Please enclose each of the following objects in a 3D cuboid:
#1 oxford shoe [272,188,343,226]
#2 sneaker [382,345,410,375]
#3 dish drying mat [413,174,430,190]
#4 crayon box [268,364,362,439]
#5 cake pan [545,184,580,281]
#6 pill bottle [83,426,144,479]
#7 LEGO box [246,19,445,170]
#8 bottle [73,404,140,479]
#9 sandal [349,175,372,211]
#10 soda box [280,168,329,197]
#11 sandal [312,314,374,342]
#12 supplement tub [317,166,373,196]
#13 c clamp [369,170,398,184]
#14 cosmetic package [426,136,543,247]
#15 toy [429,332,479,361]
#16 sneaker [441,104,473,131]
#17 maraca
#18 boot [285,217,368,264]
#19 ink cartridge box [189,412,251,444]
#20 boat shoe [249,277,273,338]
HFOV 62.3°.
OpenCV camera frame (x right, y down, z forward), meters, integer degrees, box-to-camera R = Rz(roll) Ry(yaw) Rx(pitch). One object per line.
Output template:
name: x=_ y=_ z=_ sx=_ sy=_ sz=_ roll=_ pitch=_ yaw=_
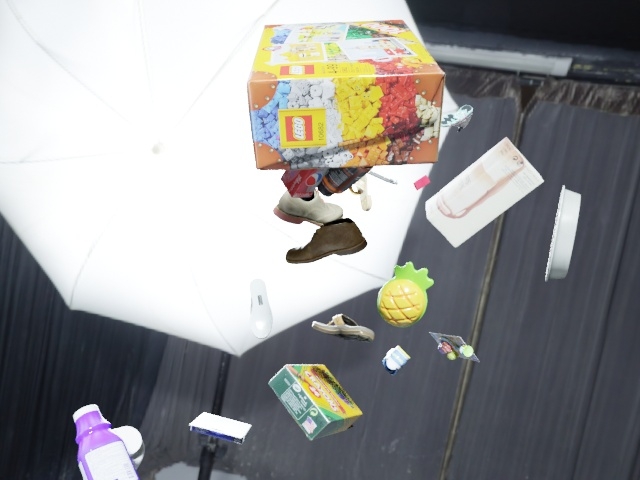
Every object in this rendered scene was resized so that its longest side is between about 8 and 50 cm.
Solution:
oxford shoe: x=-0.017 y=-0.132 z=2.012 sx=0.348 sy=0.130 sz=0.123 roll=-2 pitch=38 yaw=-49
sneaker: x=0.181 y=0.305 z=1.324 sx=0.053 sy=0.059 sz=0.144 roll=41 pitch=-16 yaw=17
dish drying mat: x=0.351 y=-0.201 z=1.839 sx=0.083 sy=0.032 sz=0.008 roll=-33 pitch=4 yaw=-40
crayon box: x=0.002 y=0.468 z=1.571 sx=0.202 sy=0.081 sz=0.318 roll=47 pitch=8 yaw=25
cake pan: x=0.720 y=-0.016 z=1.570 sx=0.054 sy=0.293 sz=0.293 roll=10 pitch=2 yaw=23
pill bottle: x=-0.644 y=0.691 z=1.666 sx=0.146 sy=0.264 sz=0.146 roll=22 pitch=37 yaw=-18
LEGO box: x=0.043 y=-0.356 z=1.220 sx=0.373 sy=0.193 sz=0.500 roll=-3 pitch=33 yaw=-1
bottle: x=-0.576 y=0.572 z=1.401 sx=0.118 sy=0.092 sz=0.282 roll=-9 pitch=50 yaw=-43
sandal: x=0.165 y=-0.235 z=2.380 sx=0.079 sy=0.088 sz=0.240 roll=9 pitch=48 yaw=-26
soda box: x=-0.024 y=-0.250 z=1.640 sx=0.084 sy=0.263 sz=0.092 roll=-10 pitch=58 yaw=-41
sandal: x=0.062 y=0.219 z=1.355 sx=0.090 sy=0.060 sz=0.219 roll=25 pitch=-18 yaw=-25
supplement tub: x=0.071 y=-0.217 z=1.687 sx=0.106 sy=0.106 sz=0.198 roll=8 pitch=-34 yaw=-41
c clamp: x=0.225 y=-0.243 z=2.015 sx=0.161 sy=0.022 sz=0.137 roll=23 pitch=16 yaw=-6
cosmetic package: x=0.451 y=-0.135 z=1.489 sx=0.129 sy=0.296 sz=0.153 roll=44 pitch=22 yaw=-11
toy: x=0.537 y=0.450 z=2.182 sx=0.137 sy=0.056 sz=0.237 roll=50 pitch=-20 yaw=-8
sneaker: x=0.367 y=-0.314 z=1.426 sx=0.038 sy=0.098 sz=0.069 roll=60 pitch=-6 yaw=34
maraca: x=0.221 y=0.145 z=1.387 sx=0.127 sy=0.185 sz=0.099 roll=22 pitch=22 yaw=7
boot: x=0.000 y=0.000 z=1.746 sx=0.306 sy=0.115 sz=0.112 roll=-15 pitch=25 yaw=30
ink cartridge box: x=-0.411 y=0.778 z=2.175 sx=0.224 sy=0.045 sz=0.224 roll=13 pitch=-6 yaw=5
boat shoe: x=-0.204 y=0.240 z=1.819 sx=0.078 sy=0.219 sz=0.070 roll=-3 pitch=-31 yaw=-6
